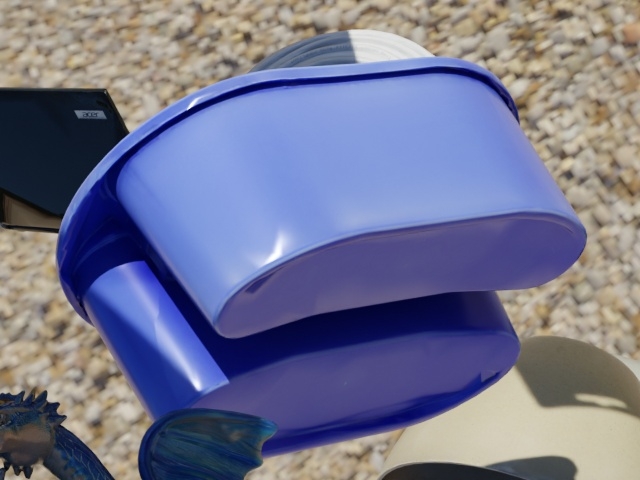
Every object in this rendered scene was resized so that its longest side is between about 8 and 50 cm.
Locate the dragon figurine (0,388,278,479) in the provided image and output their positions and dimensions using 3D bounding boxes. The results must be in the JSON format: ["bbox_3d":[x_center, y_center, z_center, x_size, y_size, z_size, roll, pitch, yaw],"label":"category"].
[{"bbox_3d":[-0.055,0.139,0.861,0.144,0.289,0.085,50,121,39],"label":"dragon figurine"}]

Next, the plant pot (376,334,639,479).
[{"bbox_3d":[0.216,0.203,1.651,0.284,0.191,0.284,19,151,11],"label":"plant pot"}]

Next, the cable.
[{"bbox_3d":[0.019,-0.098,1.731,0.257,0.257,0.089,35,158,34],"label":"cable"}]

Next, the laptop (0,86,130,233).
[{"bbox_3d":[-0.186,-0.071,1.560,0.234,0.264,0.137,5,97,36],"label":"laptop"}]

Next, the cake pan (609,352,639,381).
[{"bbox_3d":[0.291,0.249,1.981,0.054,0.293,0.293,30,122,0],"label":"cake pan"}]

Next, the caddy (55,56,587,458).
[{"bbox_3d":[0.000,0.000,1.129,0.179,0.341,0.241,60,141,32],"label":"caddy"}]
